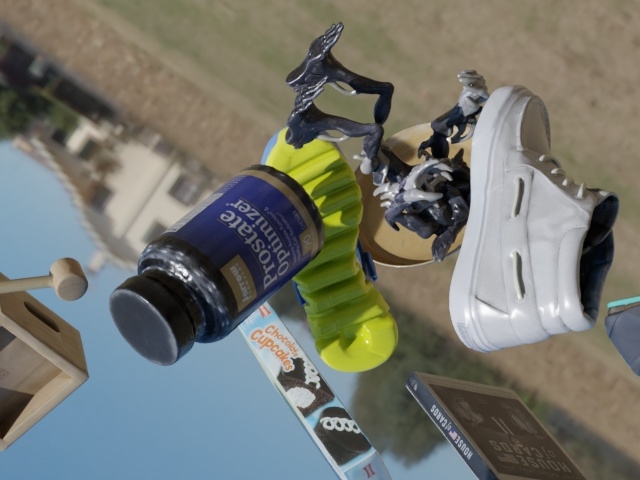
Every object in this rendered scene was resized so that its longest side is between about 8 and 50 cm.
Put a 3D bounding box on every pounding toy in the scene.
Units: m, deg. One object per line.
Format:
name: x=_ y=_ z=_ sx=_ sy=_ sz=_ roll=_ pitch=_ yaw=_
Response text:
pounding toy: x=-0.317 y=0.080 z=1.461 sx=0.181 sy=0.206 sz=0.094 roll=43 pitch=-168 yaw=-34

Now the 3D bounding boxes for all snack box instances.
snack box: x=-0.006 y=0.231 z=2.003 sx=0.322 sy=0.060 sz=0.187 roll=51 pitch=171 yaw=36

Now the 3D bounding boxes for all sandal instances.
sandal: x=0.000 y=0.000 z=1.713 sx=0.138 sy=0.126 sz=0.317 roll=-105 pitch=1 yaw=-61

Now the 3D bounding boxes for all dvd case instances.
dvd case: x=0.235 y=0.258 z=1.870 sx=0.179 sy=0.029 sz=0.238 roll=14 pitch=-158 yaw=-32

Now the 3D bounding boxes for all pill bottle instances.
pill bottle: x=-0.106 y=0.027 z=1.467 sx=0.123 sy=0.219 sz=0.122 roll=28 pitch=140 yaw=26

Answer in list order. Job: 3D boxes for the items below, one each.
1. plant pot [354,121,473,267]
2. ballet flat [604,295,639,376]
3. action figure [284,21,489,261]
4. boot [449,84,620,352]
plant pot: x=0.142 y=-0.059 z=1.995 sx=0.236 sy=0.236 sz=0.032 roll=33 pitch=168 yaw=40
ballet flat: x=0.287 y=0.050 z=0.984 sx=0.074 sy=0.074 sz=0.203 roll=34 pitch=140 yaw=-31
action figure: x=0.096 y=-0.089 z=1.434 sx=0.276 sy=0.164 sz=0.141 roll=33 pitch=141 yaw=-21
boot: x=0.190 y=-0.027 z=1.183 sx=0.123 sy=0.258 sz=0.095 roll=-10 pitch=143 yaw=33
